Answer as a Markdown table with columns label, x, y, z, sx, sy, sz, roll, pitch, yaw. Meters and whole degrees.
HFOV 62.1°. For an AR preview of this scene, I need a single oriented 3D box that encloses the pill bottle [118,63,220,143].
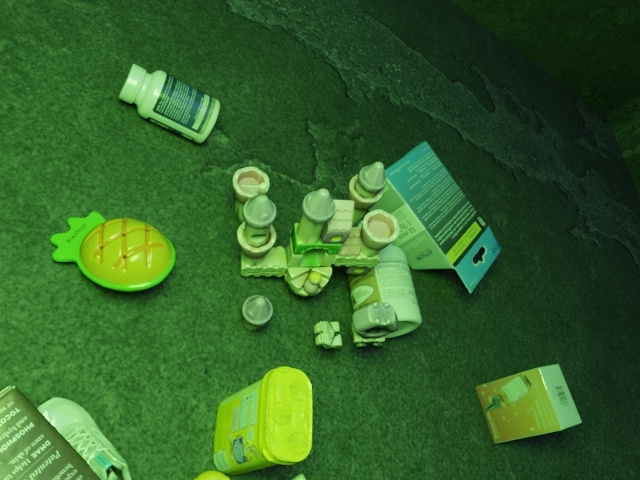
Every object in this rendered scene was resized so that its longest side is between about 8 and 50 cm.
| label | x | y | z | sx | sy | sz | roll | pitch | yaw |
| --- | --- | --- | --- | --- | --- | --- | --- | --- | --- |
| pill bottle | -0.284 | -0.260 | 1.002 | 0.169 | 0.094 | 0.094 | 23 | 51 | -28 |

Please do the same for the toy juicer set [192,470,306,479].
| label | x | y | z | sx | sy | sz | roll | pitch | yaw |
| --- | --- | --- | --- | --- | --- | --- | --- | --- | --- |
| toy juicer set | -0.112 | 0.417 | 0.718 | 0.329 | 0.089 | 0.209 | -1 | 65 | -29 |

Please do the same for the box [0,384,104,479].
| label | x | y | z | sx | sy | sz | roll | pitch | yaw |
| --- | --- | --- | --- | --- | --- | --- | --- | --- | --- |
| box | -0.338 | 0.296 | 0.551 | 0.203 | 0.168 | 0.167 | 49 | 43 | -4 |

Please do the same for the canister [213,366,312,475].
| label | x | y | z | sx | sy | sz | roll | pitch | yaw |
| --- | --- | --- | --- | --- | --- | --- | --- | --- | --- |
| canister | -0.088 | 0.268 | 0.775 | 0.073 | 0.170 | 0.126 | 20 | 53 | -29 |

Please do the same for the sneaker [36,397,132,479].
| label | x | y | z | sx | sy | sz | roll | pitch | yaw |
| --- | --- | --- | --- | --- | --- | --- | --- | --- | --- |
| sneaker | -0.287 | 0.273 | 0.672 | 0.191 | 0.083 | 0.071 | 51 | 45 | 0 |

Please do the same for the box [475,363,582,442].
| label | x | y | z | sx | sy | sz | roll | pitch | yaw |
| --- | --- | --- | --- | --- | --- | --- | --- | --- | --- |
| box | 0.451 | 0.359 | 1.167 | 0.091 | 0.170 | 0.130 | 4 | 61 | -40 |

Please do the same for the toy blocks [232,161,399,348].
| label | x | y | z | sx | sy | sz | roll | pitch | yaw |
| --- | --- | --- | --- | --- | --- | --- | --- | --- | --- |
| toy blocks | 0.000 | 0.000 | 0.899 | 0.288 | 0.260 | 0.309 | 1 | 62 | -14 |

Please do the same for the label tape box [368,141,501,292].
| label | x | y | z | sx | sy | sz | roll | pitch | yaw |
| --- | --- | --- | --- | --- | --- | --- | --- | --- | --- |
| label tape box | 0.279 | -0.049 | 1.329 | 0.348 | 0.115 | 0.249 | 54 | 44 | -2 |

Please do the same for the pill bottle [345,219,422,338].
| label | x | y | z | sx | sy | sz | roll | pitch | yaw |
| --- | --- | --- | --- | --- | --- | --- | --- | --- | --- |
| pill bottle | 0.121 | 0.076 | 1.100 | 0.131 | 0.131 | 0.229 | 11 | 57 | -35 |

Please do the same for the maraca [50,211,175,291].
| label | x | y | z | sx | sy | sz | roll | pitch | yaw |
| --- | --- | --- | --- | --- | --- | --- | --- | --- | --- |
| maraca | -0.313 | 0.015 | 0.808 | 0.185 | 0.099 | 0.127 | 21 | 45 | 4 |
